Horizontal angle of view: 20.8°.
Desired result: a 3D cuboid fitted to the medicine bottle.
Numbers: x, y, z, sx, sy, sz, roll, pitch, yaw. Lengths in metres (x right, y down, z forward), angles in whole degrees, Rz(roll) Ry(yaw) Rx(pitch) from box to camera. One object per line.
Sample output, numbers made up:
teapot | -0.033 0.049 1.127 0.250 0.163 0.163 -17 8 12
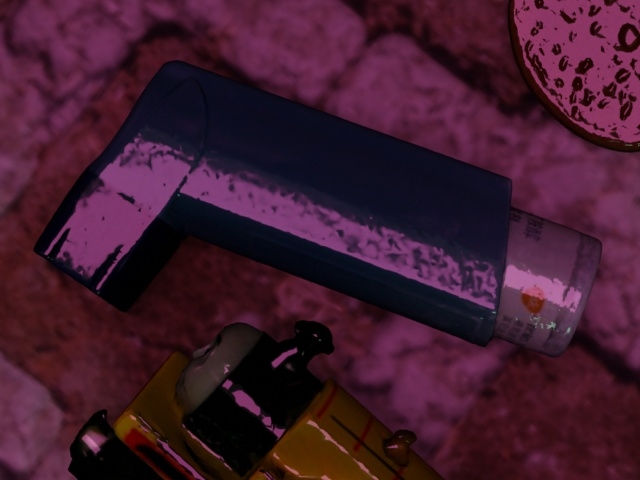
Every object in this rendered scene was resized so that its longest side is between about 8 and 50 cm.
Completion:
medicine bottle | 0.000 0.000 0.842 0.258 0.079 0.124 18 82 2

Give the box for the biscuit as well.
biscuit | 0.178 -0.101 0.855 0.175 0.026 0.124 11 93 4

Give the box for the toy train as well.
toy train | 0.022 0.158 0.824 0.296 0.100 0.160 40 109 -1
